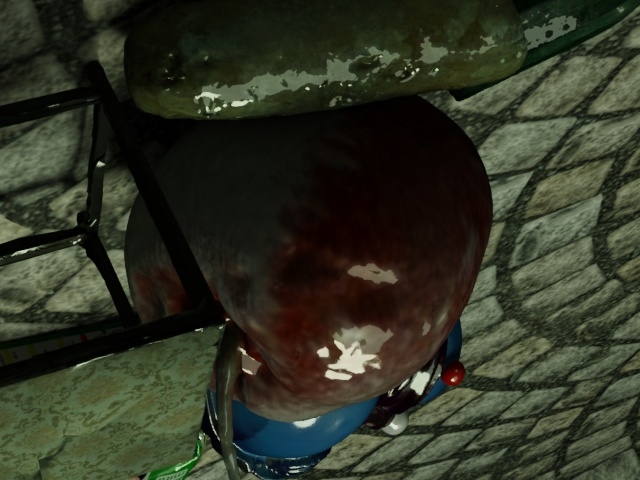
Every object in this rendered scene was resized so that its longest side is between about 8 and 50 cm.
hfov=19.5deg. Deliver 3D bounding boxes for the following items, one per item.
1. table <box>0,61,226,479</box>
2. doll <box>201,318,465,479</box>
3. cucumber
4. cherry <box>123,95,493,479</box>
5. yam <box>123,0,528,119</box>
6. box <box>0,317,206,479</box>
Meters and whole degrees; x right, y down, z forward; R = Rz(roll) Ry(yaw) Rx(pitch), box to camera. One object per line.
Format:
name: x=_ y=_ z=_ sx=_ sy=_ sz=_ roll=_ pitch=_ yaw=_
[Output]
table: x=-0.293 y=0.060 z=1.494 sx=0.335 sy=0.272 sz=0.222 roll=-15 pitch=148 yaw=-21
doll: x=-0.007 y=0.110 z=1.968 sx=0.310 sy=0.240 sz=0.284 roll=-1 pitch=107 yaw=-36
cucumber: x=0.213 y=-0.207 z=1.732 sx=0.244 sy=0.063 sz=0.115 roll=-28 pitch=157 yaw=3
cherry: x=-0.010 y=0.001 z=1.659 sx=0.326 sy=0.291 sz=0.335 roll=-15 pitch=-156 yaw=25
yam: x=-0.002 y=-0.165 z=1.531 sx=0.330 sy=0.133 sz=0.133 roll=-13 pitch=154 yaw=-16
box: x=-0.260 y=0.190 z=1.952 sx=0.250 sy=0.180 sz=0.103 roll=-9 pitch=148 yaw=-30
